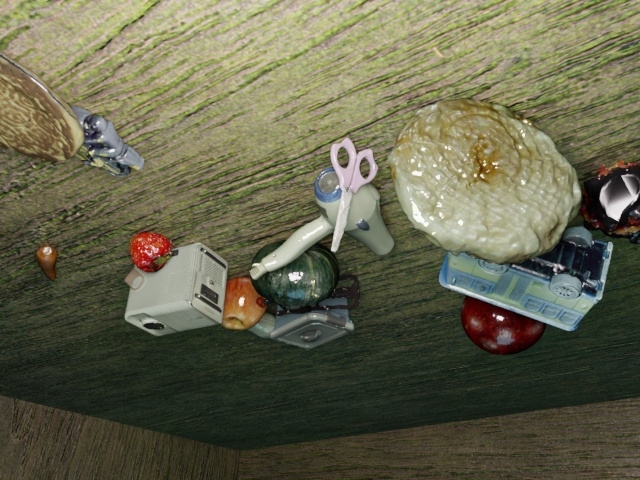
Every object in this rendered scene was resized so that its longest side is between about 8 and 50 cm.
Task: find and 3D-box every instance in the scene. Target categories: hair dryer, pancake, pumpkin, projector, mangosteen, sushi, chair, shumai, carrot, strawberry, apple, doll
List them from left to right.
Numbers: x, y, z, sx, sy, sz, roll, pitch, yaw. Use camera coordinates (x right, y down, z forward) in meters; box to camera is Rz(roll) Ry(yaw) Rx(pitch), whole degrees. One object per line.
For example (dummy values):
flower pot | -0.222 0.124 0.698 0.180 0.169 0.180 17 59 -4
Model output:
pancake | -0.504 -0.213 0.958 0.250 0.031 0.250 12 145 9
carrot | -0.695 0.065 1.497 0.048 0.048 0.216 10 153 -17
strawberry | -0.399 0.023 1.370 0.106 0.106 0.106 0 150 0
projector | -0.364 0.128 1.461 0.242 0.177 0.163 -12 146 22
apple | -0.217 0.172 1.581 0.146 0.131 0.146 5 147 3
doll | -0.179 0.258 1.788 0.214 0.071 0.103 27 140 -32
pumpkin | -0.056 0.079 1.354 0.211 0.211 0.152 3 116 -4
chair | -0.021 0.124 1.522 0.229 0.106 0.113 -9 151 13
hair dryer | 0.037 -0.006 1.238 0.296 0.119 0.298 16 125 -45
shumai | 0.245 -0.068 1.028 0.304 0.309 0.263 -33 169 -17
mangosteen | 0.471 0.168 1.518 0.215 0.215 0.257 -6 118 11
sushi | 0.584 -0.076 1.116 0.172 0.153 0.150 5 178 35

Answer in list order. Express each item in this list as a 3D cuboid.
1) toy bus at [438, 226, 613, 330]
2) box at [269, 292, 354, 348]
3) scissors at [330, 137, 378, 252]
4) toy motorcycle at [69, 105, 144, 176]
toy bus | 0.426 0.050 1.244 0.312 0.152 0.190 20 153 14
box | -0.026 0.227 1.675 0.162 0.130 0.227 22 145 -33
scissors | 0.048 -0.081 1.064 0.110 0.212 0.021 22 161 -32
toy motorcycle | -0.403 -0.180 1.040 0.124 0.061 0.193 -18 138 41
